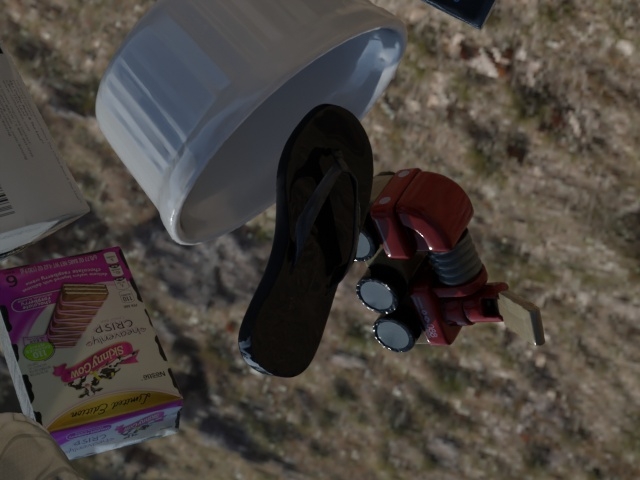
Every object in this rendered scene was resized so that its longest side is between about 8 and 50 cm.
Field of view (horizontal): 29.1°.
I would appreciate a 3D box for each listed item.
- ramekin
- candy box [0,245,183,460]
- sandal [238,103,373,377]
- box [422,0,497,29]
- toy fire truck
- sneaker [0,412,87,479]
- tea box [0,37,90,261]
[{"bbox_3d":[-0.066,-0.138,1.099,0.135,0.277,0.277,48,155,11],"label":"ramekin"},{"bbox_3d":[-0.266,0.124,1.378,0.159,0.233,0.071,-12,142,-23],"label":"candy box"},{"bbox_3d":[0.001,0.001,1.109,0.097,0.254,0.054,20,167,-33],"label":"sandal"},{"bbox_3d":[0.111,-0.255,0.536,0.087,0.169,0.290,29,139,2],"label":"box"},{"bbox_3d":[0.158,0.034,1.451,0.246,0.158,0.217,-3,123,34],"label":"toy fire truck"},{"bbox_3d":[-0.233,0.256,1.139,0.118,0.110,0.292,16,151,30],"label":"sneaker"},{"bbox_3d":[-0.483,-0.091,1.284,0.323,0.220,0.329,-28,90,22],"label":"tea box"}]
